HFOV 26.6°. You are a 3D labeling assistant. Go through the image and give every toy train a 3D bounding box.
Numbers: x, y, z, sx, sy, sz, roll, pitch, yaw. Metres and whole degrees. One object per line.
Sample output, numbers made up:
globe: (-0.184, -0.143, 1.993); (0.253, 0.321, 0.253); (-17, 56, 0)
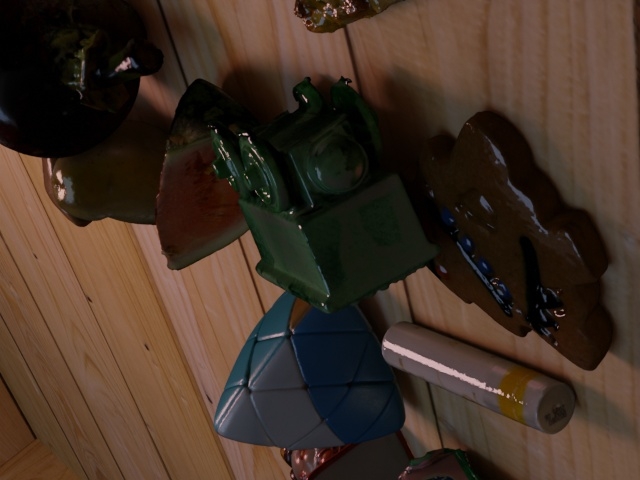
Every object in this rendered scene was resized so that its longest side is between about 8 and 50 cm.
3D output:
toy train: (-0.009, -0.052, 1.364); (0.201, 0.145, 0.266); (66, 166, -16)

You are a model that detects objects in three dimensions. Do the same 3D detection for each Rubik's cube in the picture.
Rubik's cube: (-0.037, 0.147, 1.671); (0.254, 0.254, 0.254); (41, 155, 24)

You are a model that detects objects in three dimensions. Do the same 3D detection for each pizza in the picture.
pizza: (0.003, -0.238, 1.234); (0.175, 0.046, 0.134); (36, 153, 33)

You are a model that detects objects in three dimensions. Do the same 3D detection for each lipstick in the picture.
lipstick: (0.166, 0.146, 1.483); (0.264, 0.059, 0.059); (18, 140, 54)

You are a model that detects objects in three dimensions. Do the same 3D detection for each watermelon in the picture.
watermelon: (-0.110, -0.079, 1.596); (0.128, 0.159, 0.303); (19, 152, 2)

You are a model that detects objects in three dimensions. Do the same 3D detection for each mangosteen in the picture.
mangosteen: (-0.309, -0.212, 1.643); (0.289, 0.231, 0.231); (7, 131, 52)

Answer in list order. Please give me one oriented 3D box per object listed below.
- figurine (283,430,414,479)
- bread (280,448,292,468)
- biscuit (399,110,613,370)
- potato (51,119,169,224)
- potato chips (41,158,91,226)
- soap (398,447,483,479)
figurine: (0.019, 0.319, 1.931); (0.226, 0.160, 0.183); (30, 149, 58)
bread: (-0.016, 0.357, 2.158); (0.103, 0.049, 0.062); (39, 162, 27)
biscuit: (0.160, 0.006, 1.303); (0.278, 0.043, 0.301); (59, 157, -16)
potato: (-0.269, -0.085, 1.802); (0.157, 0.194, 0.157); (18, 114, 48)
potato chips: (-0.346, -0.119, 1.891); (0.062, 0.208, 0.195); (-2, 172, 17)
soap: (0.197, 0.403, 1.640); (0.273, 0.098, 0.217); (-120, 10, -53)
